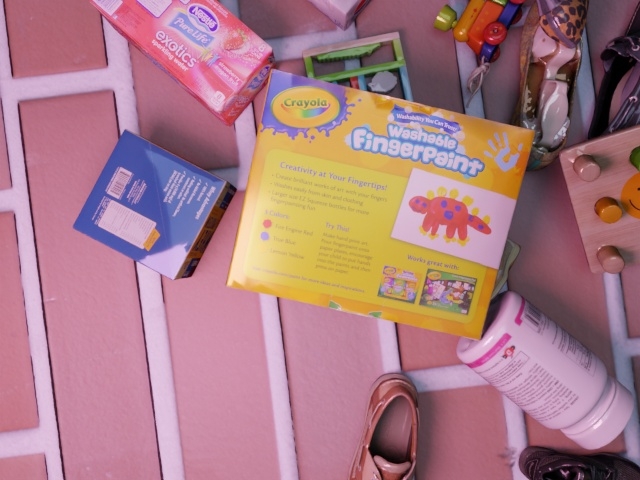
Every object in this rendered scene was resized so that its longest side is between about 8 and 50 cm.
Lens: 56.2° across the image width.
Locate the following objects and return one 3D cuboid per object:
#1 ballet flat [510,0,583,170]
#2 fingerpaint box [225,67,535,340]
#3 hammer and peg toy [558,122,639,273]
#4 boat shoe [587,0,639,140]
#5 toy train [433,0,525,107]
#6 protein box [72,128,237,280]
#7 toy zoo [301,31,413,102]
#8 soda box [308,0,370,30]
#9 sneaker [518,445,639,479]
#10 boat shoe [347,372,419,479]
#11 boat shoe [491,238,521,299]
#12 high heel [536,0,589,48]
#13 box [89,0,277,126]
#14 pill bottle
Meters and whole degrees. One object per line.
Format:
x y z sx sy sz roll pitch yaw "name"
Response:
0.429 -0.302 1.114 0.123 0.123 0.348 11 89 0 "ballet flat"
0.095 -0.062 1.058 0.445 0.163 0.370 12 97 -3 "fingerpaint box"
0.626 -0.091 1.032 0.362 0.127 0.265 -16 109 18 "hammer and peg toy"
0.572 -0.321 1.109 0.113 0.127 0.339 12 99 -12 "boat shoe"
0.275 -0.390 1.127 0.143 0.105 0.248 30 89 11 "toy train"
-0.294 -0.060 1.096 0.201 0.136 0.199 27 89 0 "protein box"
0.086 -0.238 1.153 0.193 0.030 0.293 -11 89 0 "toy zoo"
-0.031 -0.532 1.127 0.286 0.091 0.098 41 90 1 "soda box"
0.495 0.439 1.096 0.228 0.130 0.087 11 91 -2 "sneaker"
0.117 0.411 1.099 0.123 0.116 0.324 5 89 0 "boat shoe"
0.324 0.055 1.118 0.048 0.056 0.153 34 64 4 "boat shoe"
0.480 -0.438 1.097 0.261 0.093 0.186 -16 83 -32 "high heel"
-0.240 -0.371 1.098 0.300 0.142 0.154 40 89 0 "box"
0.403 0.235 1.081 0.283 0.160 0.160 39 89 1 "pill bottle"
